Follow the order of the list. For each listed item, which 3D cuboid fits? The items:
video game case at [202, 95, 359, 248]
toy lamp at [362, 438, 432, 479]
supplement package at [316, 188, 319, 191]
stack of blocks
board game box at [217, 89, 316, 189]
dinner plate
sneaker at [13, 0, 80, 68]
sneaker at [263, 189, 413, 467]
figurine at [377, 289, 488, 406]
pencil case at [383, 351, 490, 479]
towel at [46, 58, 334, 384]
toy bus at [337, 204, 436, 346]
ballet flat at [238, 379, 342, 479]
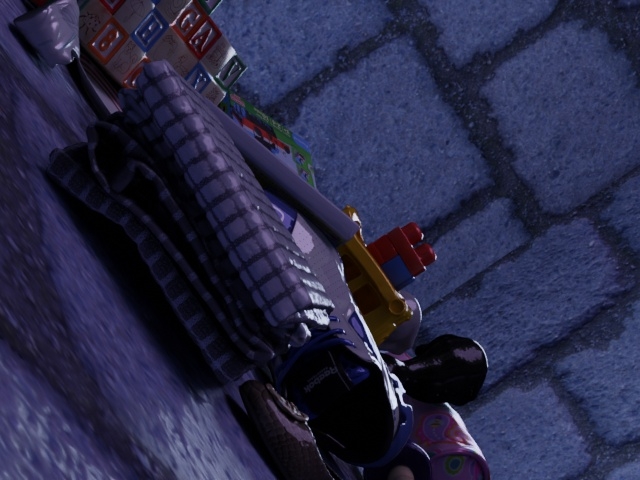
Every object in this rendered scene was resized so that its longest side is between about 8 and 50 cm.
[{"bbox_3d":[-0.064,-0.061,1.588,0.212,0.023,0.193,40,-14,-4],"label":"video game case"},{"bbox_3d":[0.092,0.277,1.530,0.080,0.080,0.274,55,6,-16],"label":"toy lamp"},{"bbox_3d":[0.000,0.000,2.672,0.105,0.105,0.179,58,4,22],"label":"supplement package"},{"bbox_3d":[-0.188,-0.251,1.649,0.087,0.171,0.297,37,-7,28],"label":"stack of blocks"},{"bbox_3d":[-0.067,-0.079,1.921,0.160,0.039,0.211,32,36,-39],"label":"board game box"},{"bbox_3d":[-0.223,-0.141,1.571,0.141,0.017,0.141,55,3,-4],"label":"dinner plate"},{"bbox_3d":[-0.258,-0.199,1.418,0.152,0.054,0.061,-89,154,-74],"label":"sneaker"},{"bbox_3d":[-0.008,0.092,1.437,0.315,0.127,0.182,57,1,0],"label":"sneaker"},{"bbox_3d":[0.076,0.136,1.913,0.209,0.092,0.215,2,26,-44],"label":"figurine"},{"bbox_3d":[0.131,0.257,1.969,0.124,0.124,0.284,54,3,-30],"label":"pencil case"},{"bbox_3d":[-0.096,-0.001,1.193,0.235,0.121,0.284,58,2,4],"label":"towel"},{"bbox_3d":[0.022,0.032,1.756,0.220,0.211,0.149,55,4,11],"label":"toy bus"},{"bbox_3d":[0.017,0.209,1.223,0.250,0.058,0.084,55,3,-13],"label":"ballet flat"}]
